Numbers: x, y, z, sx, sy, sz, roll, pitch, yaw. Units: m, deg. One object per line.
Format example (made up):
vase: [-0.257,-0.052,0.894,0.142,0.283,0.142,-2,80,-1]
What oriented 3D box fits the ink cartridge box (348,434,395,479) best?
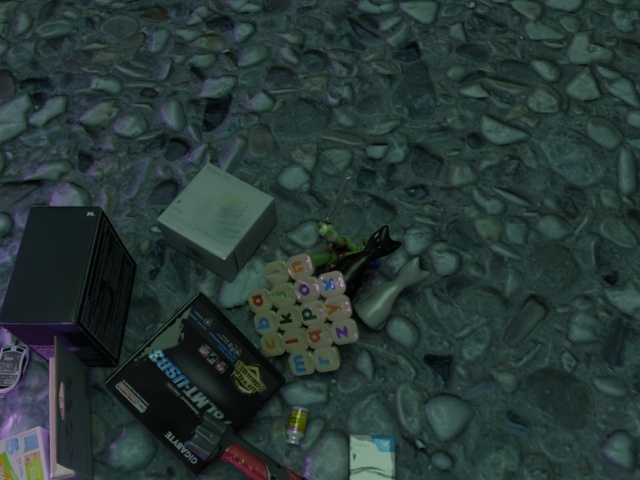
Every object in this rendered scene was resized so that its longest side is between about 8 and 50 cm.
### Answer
ink cartridge box: [0.113,0.530,1.353,0.104,0.060,0.180,2,61,1]

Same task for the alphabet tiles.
alphabet tiles: [-0.044,0.178,1.461,0.277,0.021,0.284,-16,89,29]

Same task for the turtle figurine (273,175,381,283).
turtle figurine: [0.000,0.000,1.574,0.266,0.198,0.275,-27,107,-5]

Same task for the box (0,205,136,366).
box: [-0.586,0.114,1.455,0.182,0.294,0.297,1,60,0]

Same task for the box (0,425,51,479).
box: [-0.632,0.530,1.330,0.114,0.103,0.203,-19,62,-11]

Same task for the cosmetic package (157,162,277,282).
cosmetic package: [-0.271,-0.052,1.638,0.224,0.138,0.225,29,63,15]

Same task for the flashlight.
flashlight: [-0.148,0.493,1.302,0.304,0.103,0.103,35,74,-4]

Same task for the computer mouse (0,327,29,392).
computer mouse: [-0.756,0.288,1.504,0.105,0.042,0.193,5,55,-3]

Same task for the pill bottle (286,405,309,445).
pill bottle: [-0.055,0.432,1.418,0.043,0.043,0.083,10,61,6]

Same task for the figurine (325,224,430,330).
figurine: [0.143,0.091,1.491,0.209,0.215,0.092,-44,32,8]

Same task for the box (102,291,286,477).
box: [-0.281,0.321,1.389,0.293,0.073,0.295,-44,96,-19]

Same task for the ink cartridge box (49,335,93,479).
ink cartridge box: [-0.564,0.379,1.337,0.060,0.239,0.275,-11,61,-6]
